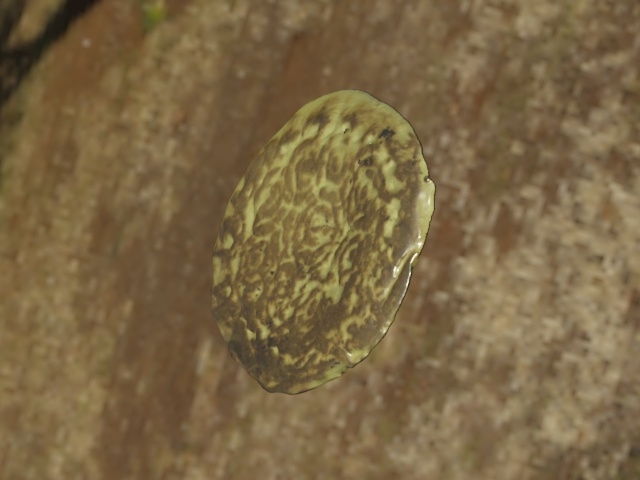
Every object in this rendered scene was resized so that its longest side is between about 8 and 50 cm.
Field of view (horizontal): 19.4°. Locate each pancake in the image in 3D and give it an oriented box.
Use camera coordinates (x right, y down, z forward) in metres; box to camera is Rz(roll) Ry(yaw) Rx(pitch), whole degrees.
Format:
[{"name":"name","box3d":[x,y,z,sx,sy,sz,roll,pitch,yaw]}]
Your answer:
[{"name":"pancake","box3d":[-0.001,0.000,0.673,0.115,0.011,0.115,-20,61,41]}]
